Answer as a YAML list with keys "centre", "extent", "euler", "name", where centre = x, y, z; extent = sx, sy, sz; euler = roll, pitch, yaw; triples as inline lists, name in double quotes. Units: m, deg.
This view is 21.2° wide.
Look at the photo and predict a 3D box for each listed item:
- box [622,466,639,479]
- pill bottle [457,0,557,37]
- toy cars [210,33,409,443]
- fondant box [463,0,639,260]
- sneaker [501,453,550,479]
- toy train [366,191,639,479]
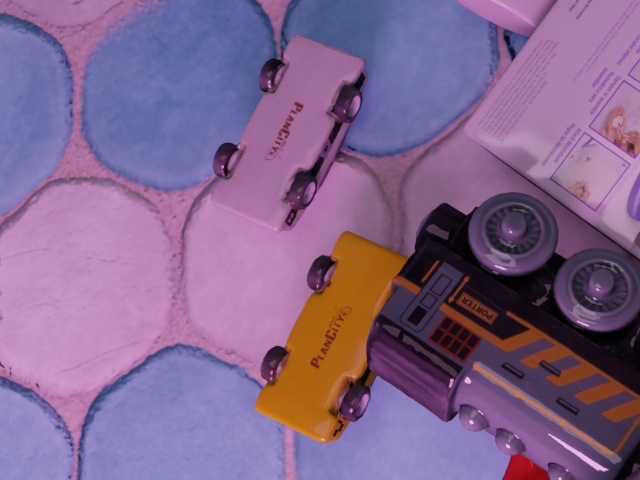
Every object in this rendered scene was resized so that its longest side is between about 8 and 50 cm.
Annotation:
- centre: [0.343, 0.276, 1.274]
  extent: [0.293, 0.073, 0.295]
  euler: [-41, 70, 10]
  name: "box"
- centre: [0.212, -0.309, 1.569]
  extent: [0.131, 0.131, 0.229]
  euler: [27, 89, 24]
  name: "pill bottle"
- centre: [0.000, 0.000, 1.612]
  extent: [0.176, 0.087, 0.393]
  euler: [-17, 69, 12]
  name: "toy cars"
- centre: [0.327, -0.092, 1.492]
  extent: [0.330, 0.096, 0.238]
  euler: [38, 94, 22]
  name: "fondant box"
- centre: [0.179, 0.266, 1.455]
  extent: [0.107, 0.118, 0.279]
  euler: [11, 73, 23]
  name: "sneaker"
- centre: [0.199, 0.102, 1.446]
  extent: [0.334, 0.142, 0.190]
  euler: [34, 69, 15]
  name: "toy train"
